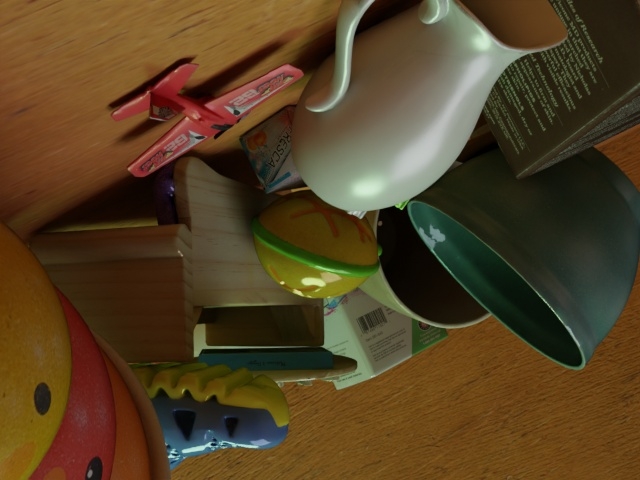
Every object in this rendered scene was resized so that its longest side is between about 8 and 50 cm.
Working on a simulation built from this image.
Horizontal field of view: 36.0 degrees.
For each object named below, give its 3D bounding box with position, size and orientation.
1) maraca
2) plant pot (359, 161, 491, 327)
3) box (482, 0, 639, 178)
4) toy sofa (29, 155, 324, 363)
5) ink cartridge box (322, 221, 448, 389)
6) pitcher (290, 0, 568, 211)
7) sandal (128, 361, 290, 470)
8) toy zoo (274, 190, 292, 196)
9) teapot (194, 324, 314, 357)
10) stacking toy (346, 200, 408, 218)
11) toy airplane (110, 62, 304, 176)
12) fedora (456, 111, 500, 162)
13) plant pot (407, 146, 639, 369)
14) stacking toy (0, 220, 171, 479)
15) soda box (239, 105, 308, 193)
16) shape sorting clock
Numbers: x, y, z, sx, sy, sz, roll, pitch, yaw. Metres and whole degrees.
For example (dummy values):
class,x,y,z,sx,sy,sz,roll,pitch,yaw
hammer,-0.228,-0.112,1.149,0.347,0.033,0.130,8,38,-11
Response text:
class,x,y,z,sx,sy,sz,roll,pitch,yaw
maraca,0.000,0.000,0.945,0.099,0.127,0.186,-66,172,13
plant pot,0.126,-0.006,1.489,0.257,0.256,0.274,-24,-170,-24
box,0.289,-0.192,0.927,0.191,0.143,0.381,-25,176,-10
toy sofa,-0.122,0.028,0.990,0.150,0.177,0.362,-3,176,20
ink cartridge box,0.071,0.090,1.729,0.201,0.278,0.117,-22,175,-39
pitcher,0.049,-0.116,0.718,0.178,0.125,0.207,6,142,-40
sandal,-0.174,0.174,0.858,0.318,0.138,0.126,-6,172,22
toy zoo,-0.168,0.023,1.301,0.192,0.030,0.293,-23,173,-32
teapot,-0.121,0.112,1.620,0.253,0.187,0.256,2,-177,-38
stacking toy,0.094,-0.099,0.926,0.167,0.052,0.221,-53,164,13
toy airplane,-0.090,-0.090,0.682,0.151,0.028,0.151,-27,173,-3
fedora,0.253,-0.163,1.277,0.194,0.079,0.194,-17,172,-3
plant pot,0.281,-0.011,1.228,0.196,0.293,0.293,-44,176,-6
stacking toy,-0.248,0.086,0.536,0.351,0.350,0.480,-24,157,-24
soda box,0.002,-0.089,0.937,0.063,0.058,0.183,-30,173,28
shape sorting clock,-0.062,0.141,1.090,0.206,0.040,0.206,-1,176,0
